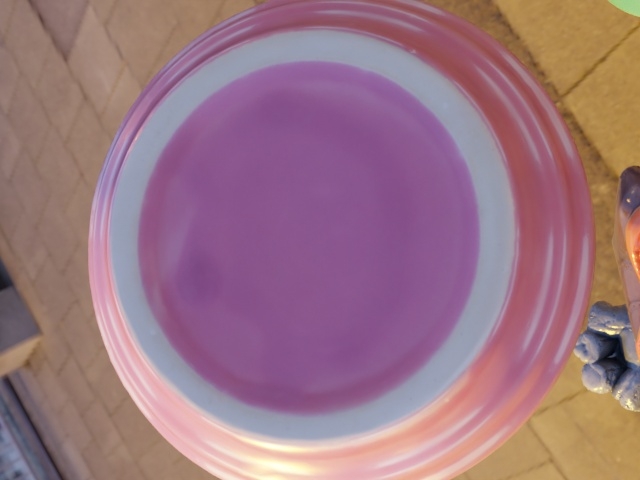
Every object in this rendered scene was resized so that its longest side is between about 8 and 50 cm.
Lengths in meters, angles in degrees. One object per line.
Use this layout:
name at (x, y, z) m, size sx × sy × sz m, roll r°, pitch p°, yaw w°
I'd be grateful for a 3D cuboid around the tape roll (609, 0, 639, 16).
tape roll at (0.588, -0.478, 1.721) m, size 0.321 × 0.321 × 0.077 m, roll 33°, pitch 160°, yaw 42°

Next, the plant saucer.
plant saucer at (0.000, 0.000, 0.680) m, size 0.332 × 0.332 × 0.084 m, roll 55°, pitch -171°, yaw 12°

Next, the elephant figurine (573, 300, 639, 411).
elephant figurine at (0.493, 0.150, 1.605) m, size 0.186 × 0.239 × 0.169 m, roll 24°, pitch 106°, yaw 43°

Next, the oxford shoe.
oxford shoe at (0.347, 0.041, 1.100) m, size 0.098 × 0.097 × 0.271 m, roll -104°, pitch -3°, yaw -50°
